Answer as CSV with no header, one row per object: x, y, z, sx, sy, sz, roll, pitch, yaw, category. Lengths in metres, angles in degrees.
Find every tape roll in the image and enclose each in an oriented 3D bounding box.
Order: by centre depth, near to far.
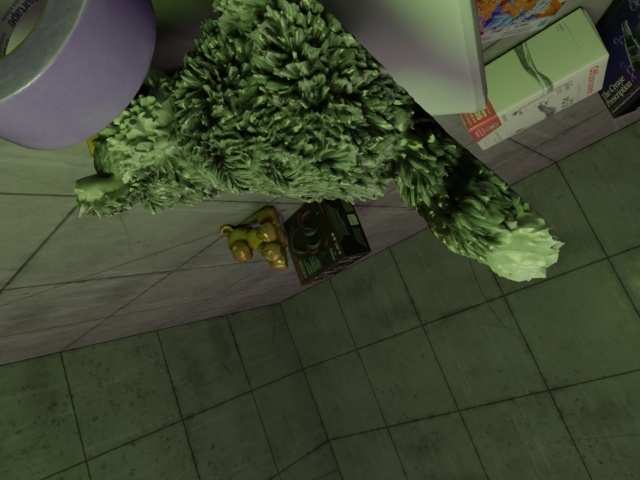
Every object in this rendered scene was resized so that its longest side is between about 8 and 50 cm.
-0.239,-0.176,0.365,0.189,0.188,0.080,-23,168,8,tape roll

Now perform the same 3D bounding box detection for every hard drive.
0.072,-0.250,0.517,0.203,0.040,0.307,3,160,26,hard drive

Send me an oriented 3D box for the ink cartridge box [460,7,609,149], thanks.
0.449,-0.333,0.981,0.283,0.117,0.207,-27,166,25,ink cartridge box

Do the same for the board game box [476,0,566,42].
0.202,-0.355,0.583,0.348,0.078,0.233,-18,167,-13,board game box

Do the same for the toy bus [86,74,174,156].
-0.153,-0.171,0.655,0.333,0.130,0.108,-18,166,-14,toy bus

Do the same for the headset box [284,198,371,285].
0.000,0.000,1.408,0.110,0.217,0.293,-10,164,-36,headset box

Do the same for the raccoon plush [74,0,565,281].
-0.045,-0.049,0.438,0.299,0.446,0.216,-47,159,15,raccoon plush

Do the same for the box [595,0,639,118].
0.654,-0.394,0.908,0.103,0.184,0.261,-20,167,5,box

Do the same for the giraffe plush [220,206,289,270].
-0.194,-0.001,1.305,0.171,0.181,0.210,-12,-158,5,giraffe plush
